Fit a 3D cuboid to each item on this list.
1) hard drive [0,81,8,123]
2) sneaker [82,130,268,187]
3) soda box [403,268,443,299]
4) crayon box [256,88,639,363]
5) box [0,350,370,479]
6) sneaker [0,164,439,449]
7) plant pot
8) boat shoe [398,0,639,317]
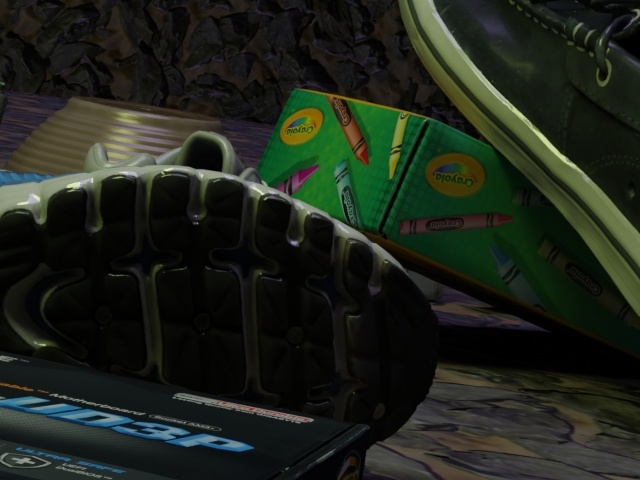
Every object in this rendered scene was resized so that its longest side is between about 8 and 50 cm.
[{"bbox_3d":[-0.403,-0.121,1.595,0.237,0.064,0.339,17,-8,-20],"label":"hard drive"},{"bbox_3d":[-0.046,0.000,1.126,0.099,0.121,0.262,13,6,34],"label":"sneaker"},{"bbox_3d":[0.000,0.000,1.411,0.069,0.074,0.216,15,8,44],"label":"soda box"},{"bbox_3d":[0.114,-0.004,1.266,0.278,0.081,0.165,24,-3,-32],"label":"crayon box"},{"bbox_3d":[-0.112,0.077,0.637,0.220,0.051,0.175,10,7,16],"label":"box"},{"bbox_3d":[-0.110,0.017,0.842,0.330,0.130,0.147,10,9,4],"label":"sneaker"},{"bbox_3d":[-0.141,-0.048,1.491,0.237,0.110,0.237,10,7,-1],"label":"plant pot"},{"bbox_3d":[0.205,-0.074,1.141,0.187,0.156,0.500,18,25,-38],"label":"boat shoe"}]
